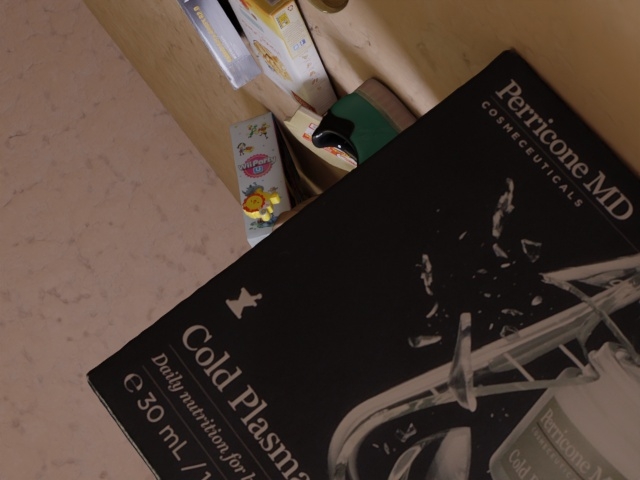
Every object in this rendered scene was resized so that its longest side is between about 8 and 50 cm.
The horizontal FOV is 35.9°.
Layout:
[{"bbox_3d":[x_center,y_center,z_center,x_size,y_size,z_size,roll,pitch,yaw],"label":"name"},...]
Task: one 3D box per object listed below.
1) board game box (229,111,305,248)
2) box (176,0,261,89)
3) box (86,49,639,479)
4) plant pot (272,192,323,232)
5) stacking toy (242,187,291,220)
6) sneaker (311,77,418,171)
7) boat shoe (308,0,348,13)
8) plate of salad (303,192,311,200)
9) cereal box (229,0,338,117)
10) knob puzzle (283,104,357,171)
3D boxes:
[{"bbox_3d":[-0.087,-0.068,1.965,0.224,0.097,0.303,66,-172,-53],"label":"board game box"},{"bbox_3d":[-0.184,-0.365,1.626,0.183,0.056,0.231,57,-178,-29],"label":"box"},{"bbox_3d":[0.138,0.182,0.906,0.480,0.472,0.297,50,171,15],"label":"box"},{"bbox_3d":[0.044,-0.014,1.724,0.237,0.110,0.237,24,164,7],"label":"plant pot"},{"bbox_3d":[0.000,0.000,1.558,0.221,0.052,0.167,14,154,27],"label":"stacking toy"},{"bbox_3d":[0.111,-0.064,1.226,0.302,0.121,0.108,48,172,23],"label":"sneaker"},{"bbox_3d":[-0.010,-0.310,1.057,0.153,0.056,0.048,64,172,-26],"label":"boat shoe"},{"bbox_3d":[-0.031,-0.075,2.241,0.200,0.048,0.200,50,-178,-3],"label":"plate of salad"},{"bbox_3d":[-0.063,-0.294,1.437,0.173,0.047,0.240,46,171,37],"label":"cereal box"},{"bbox_3d":[0.035,-0.144,1.477,0.213,0.030,0.213,26,171,4],"label":"knob puzzle"}]
